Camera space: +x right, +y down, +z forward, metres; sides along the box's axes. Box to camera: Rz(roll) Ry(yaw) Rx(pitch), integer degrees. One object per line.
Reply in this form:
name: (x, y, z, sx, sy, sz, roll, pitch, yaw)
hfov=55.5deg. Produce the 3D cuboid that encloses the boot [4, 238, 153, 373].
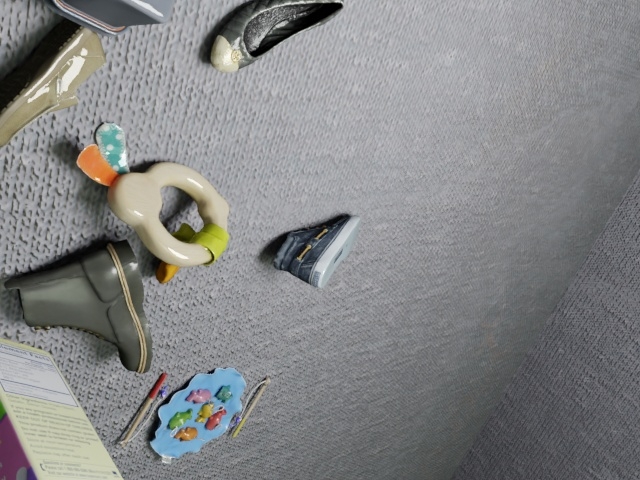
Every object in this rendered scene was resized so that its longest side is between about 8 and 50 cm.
boot: (-0.282, 0.098, 0.729, 0.137, 0.077, 0.197, -18, 127, -26)

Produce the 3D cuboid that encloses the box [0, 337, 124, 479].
box: (-0.353, 0.257, 0.633, 0.213, 0.243, 0.117, -49, 145, -1)

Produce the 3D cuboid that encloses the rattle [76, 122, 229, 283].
rattle: (-0.214, -0.036, 0.704, 0.200, 0.143, 0.130, 25, 70, -39)

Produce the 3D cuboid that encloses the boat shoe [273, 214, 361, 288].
boat shoe: (0.000, 0.000, 0.948, 0.183, 0.083, 0.065, -49, 157, -53)

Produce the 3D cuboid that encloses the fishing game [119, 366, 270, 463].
fishing game: (-0.198, 0.296, 1.017, 0.189, 0.041, 0.264, -57, 144, 5)

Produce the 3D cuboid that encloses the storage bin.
storage bin: (-0.159, -0.242, 0.492, 0.098, 0.091, 0.135, 16, 92, -52)

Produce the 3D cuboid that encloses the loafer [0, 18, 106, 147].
loafer: (-0.249, -0.135, 0.550, 0.148, 0.056, 0.050, -47, 139, -4)

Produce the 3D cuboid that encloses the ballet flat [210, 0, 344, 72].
ballet flat: (-0.049, -0.241, 0.677, 0.173, 0.049, 0.057, -38, 142, -16)
